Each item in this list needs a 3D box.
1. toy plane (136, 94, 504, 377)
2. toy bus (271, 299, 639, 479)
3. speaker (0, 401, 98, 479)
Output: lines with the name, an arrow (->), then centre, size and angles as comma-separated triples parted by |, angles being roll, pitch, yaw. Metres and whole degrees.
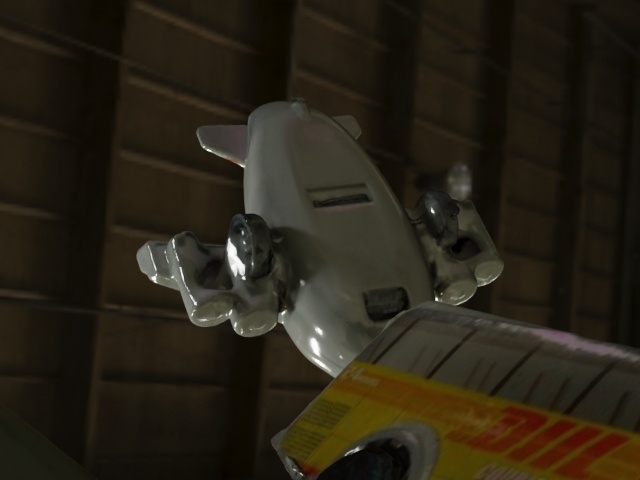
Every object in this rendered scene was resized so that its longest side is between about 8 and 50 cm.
toy plane -> 0.001, -0.003, 0.968 | 0.252, 0.252, 0.118 | -53, -15, -44
toy bus -> 0.077, 0.082, 0.379 | 0.106, 0.268, 0.092 | -47, -71, -13
speaker -> -0.157, 0.230, 0.310 | 0.406, 0.184, 0.183 | -47, -35, -26
